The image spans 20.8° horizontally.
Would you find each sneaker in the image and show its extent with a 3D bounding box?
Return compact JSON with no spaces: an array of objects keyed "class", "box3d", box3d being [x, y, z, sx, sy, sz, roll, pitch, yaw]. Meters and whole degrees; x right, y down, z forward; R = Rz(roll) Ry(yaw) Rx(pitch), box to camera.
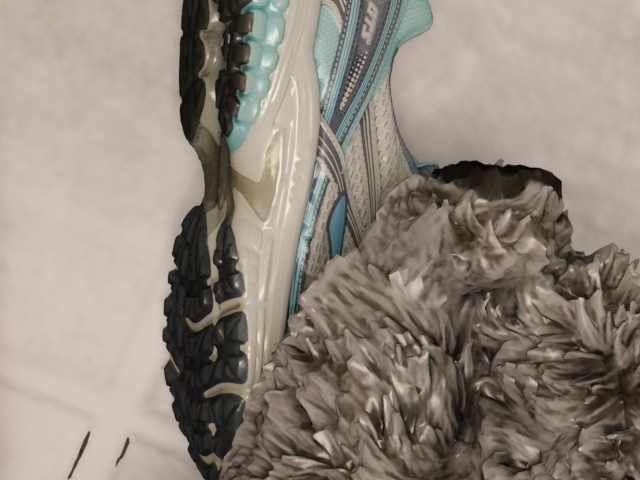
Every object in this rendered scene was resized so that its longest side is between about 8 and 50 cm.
[{"class":"sneaker","box3d":[0.000,0.000,0.828,0.122,0.110,0.283,1,100,-22]}]

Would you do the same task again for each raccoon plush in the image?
[{"class":"raccoon plush","box3d":[0.096,0.179,0.732,0.299,0.216,0.446,35,86,23]}]
